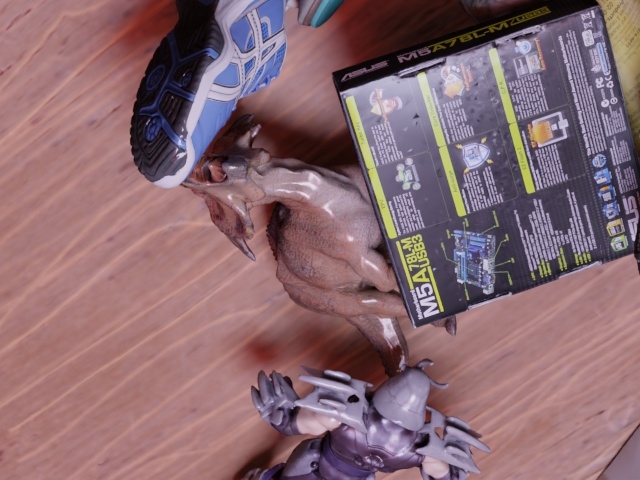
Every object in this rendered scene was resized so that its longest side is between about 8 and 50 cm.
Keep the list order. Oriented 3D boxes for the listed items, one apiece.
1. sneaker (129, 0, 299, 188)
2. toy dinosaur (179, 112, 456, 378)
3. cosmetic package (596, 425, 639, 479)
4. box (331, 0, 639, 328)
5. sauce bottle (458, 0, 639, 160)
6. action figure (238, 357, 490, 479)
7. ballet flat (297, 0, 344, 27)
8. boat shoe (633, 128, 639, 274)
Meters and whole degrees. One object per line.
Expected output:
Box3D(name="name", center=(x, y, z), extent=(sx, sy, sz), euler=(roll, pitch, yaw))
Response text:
Box3D(name="sneaker", center=(-0.065, -0.122, 1.285), extent=(0.081, 0.211, 0.080), euler=(38, 148, -31))
Box3D(name="toy dinosaur", center=(0.000, 0.000, 1.405), extent=(0.200, 0.127, 0.295), euler=(-4, 137, 12))
Box3D(name="cosmetic package", center=(0.304, 0.276, 1.532), extent=(0.151, 0.183, 0.151), euler=(24, 117, -14))
Box3D(name="box", center=(0.121, -0.054, 1.271), extent=(0.184, 0.045, 0.190), euler=(-18, 117, 2))
Box3D(name="sauce bottle", center=(0.238, -0.087, 1.356), extent=(0.111, 0.111, 0.344), euler=(-35, 114, 18))
Box3D(name="action figure", center=(0.014, 0.175, 1.471), extent=(0.185, 0.099, 0.285), euler=(30, 131, -9))
Box3D(name="ballet flat", center=(0.035, -0.245, 1.293), extent=(0.068, 0.072, 0.213), euler=(42, 113, 6))
Box3D(name="boat shoe", center=(0.269, -0.118, 1.261), extent=(0.095, 0.335, 0.112), euler=(31, 159, 0))
